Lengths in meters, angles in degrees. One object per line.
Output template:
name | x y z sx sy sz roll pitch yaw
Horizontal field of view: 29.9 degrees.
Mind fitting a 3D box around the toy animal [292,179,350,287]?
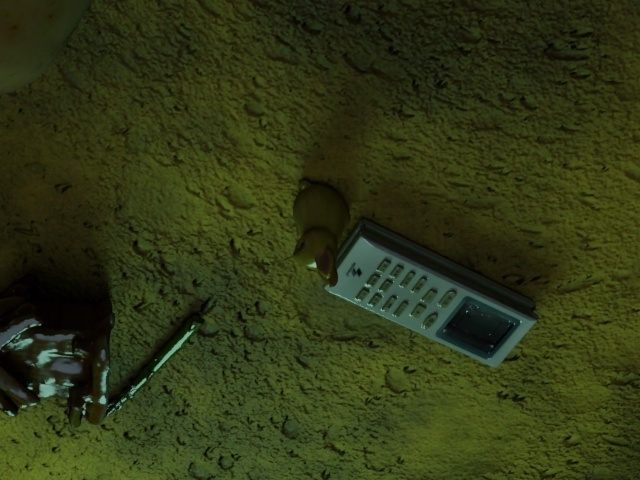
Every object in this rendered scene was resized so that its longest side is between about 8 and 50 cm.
toy animal | -0.003 -0.002 1.500 0.070 0.159 0.083 -22 126 17

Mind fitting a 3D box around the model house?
model house | -0.393 0.157 1.603 0.229 0.199 0.219 6 112 -7

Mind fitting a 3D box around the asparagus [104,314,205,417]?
asparagus | -0.246 0.186 1.715 0.248 0.024 0.025 -44 70 26

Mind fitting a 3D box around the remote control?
remote control | 0.149 0.076 1.611 0.277 0.055 0.103 26 122 -15

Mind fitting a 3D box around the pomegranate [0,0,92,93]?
pomegranate | -0.388 -0.335 1.171 0.412 0.411 0.411 1 124 1
